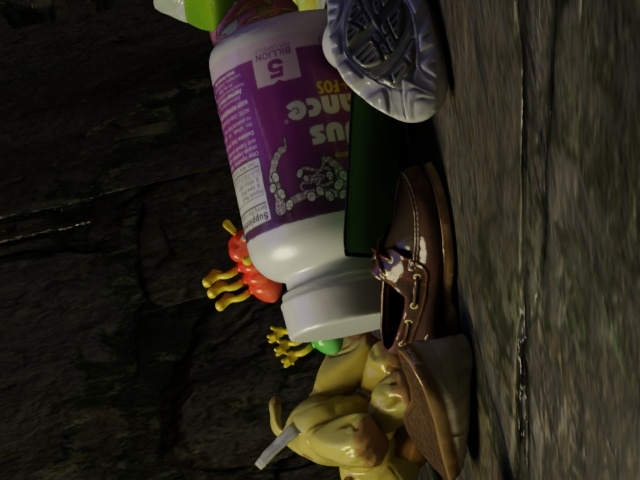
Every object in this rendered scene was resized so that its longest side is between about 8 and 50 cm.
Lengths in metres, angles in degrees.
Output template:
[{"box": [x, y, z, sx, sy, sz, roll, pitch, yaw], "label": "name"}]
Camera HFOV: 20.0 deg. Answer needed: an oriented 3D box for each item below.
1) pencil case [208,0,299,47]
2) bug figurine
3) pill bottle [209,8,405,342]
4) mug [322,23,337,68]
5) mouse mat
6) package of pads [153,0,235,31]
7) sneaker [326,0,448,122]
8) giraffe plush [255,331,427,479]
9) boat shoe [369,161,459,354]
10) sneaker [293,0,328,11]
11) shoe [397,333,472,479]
[{"box": [-0.081, -0.275, 2.354, 0.160, 0.167, 0.386, 46, -167, -28], "label": "pencil case"}, {"box": [0.000, 0.000, 1.939, 0.279, 0.072, 0.216, -53, -51, -34], "label": "bug figurine"}, {"box": [0.000, -0.060, 1.774, 0.169, 0.169, 0.301, 100, 157, -79], "label": "pill bottle"}, {"box": [0.047, -0.175, 1.677, 0.062, 0.078, 0.064, -68, 23, 12], "label": "mug"}, {"box": [0.047, -0.060, 1.612, 0.190, 0.007, 0.152, 7, -94, -74], "label": "mouse mat"}, {"box": [-0.126, -0.434, 2.175, 0.296, 0.101, 0.229, 88, -153, -54], "label": "package of pads"}, {"box": [0.050, -0.191, 1.458, 0.115, 0.090, 0.232, 18, -137, -60], "label": "sneaker"}, {"box": [0.057, 0.227, 2.011, 0.170, 0.210, 0.181, 47, -170, -32], "label": "giraffe plush"}, {"box": [0.080, 0.023, 1.598, 0.073, 0.073, 0.207, -108, 9, -51], "label": "boat shoe"}, {"box": [-0.044, -0.331, 2.105, 0.081, 0.094, 0.208, 98, 158, -73], "label": "sneaker"}, {"box": [0.115, 0.153, 1.658, 0.076, 0.058, 0.219, 51, 166, 31], "label": "shoe"}]
